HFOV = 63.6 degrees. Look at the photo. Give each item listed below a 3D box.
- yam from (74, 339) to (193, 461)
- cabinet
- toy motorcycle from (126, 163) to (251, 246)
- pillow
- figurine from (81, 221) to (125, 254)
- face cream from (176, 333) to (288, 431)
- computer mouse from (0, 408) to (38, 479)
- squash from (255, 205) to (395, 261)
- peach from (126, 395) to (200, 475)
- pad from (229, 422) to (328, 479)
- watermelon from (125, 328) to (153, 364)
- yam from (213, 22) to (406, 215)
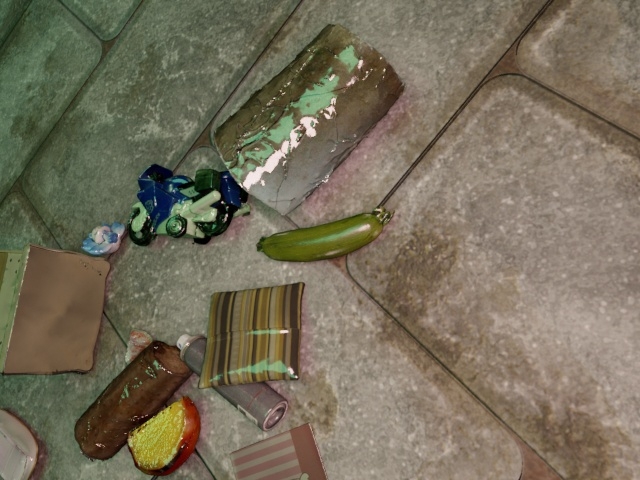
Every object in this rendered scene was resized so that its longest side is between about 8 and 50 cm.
[{"bbox_3d":[-0.408,0.342,1.126,0.279,0.131,0.131,-47,62,9],"label":"yam"},{"bbox_3d":[-0.733,0.166,1.275,0.318,0.228,0.289,0,79,29],"label":"cabinet"},{"bbox_3d":[-0.320,-0.090,1.186,0.332,0.125,0.196,-6,76,30],"label":"toy motorcycle"},{"bbox_3d":[-0.135,0.185,1.028,0.213,0.052,0.208,-8,54,14],"label":"pillow"},{"bbox_3d":[-0.553,-0.005,1.302,0.115,0.079,0.114,-9,51,12],"label":"figurine"},{"bbox_3d":[-0.191,0.277,1.056,0.284,0.073,0.073,29,92,29],"label":"face cream"},{"bbox_3d":[-0.794,0.526,1.312,0.245,0.056,0.125,23,90,29],"label":"computer mouse"},{"bbox_3d":[-0.002,0.001,1.029,0.319,0.080,0.071,-12,111,25],"label":"squash"},{"bbox_3d":[-0.315,0.405,1.081,0.127,0.092,0.172,28,80,24],"label":"peach"},{"bbox_3d":[-0.056,0.521,0.969,0.202,0.005,0.299,-27,67,19],"label":"pad"},{"bbox_3d":[-0.429,0.248,1.190,0.085,0.061,0.085,-8,67,20],"label":"watermelon"},{"bbox_3d":[-0.023,-0.240,1.007,0.348,0.241,0.241,-44,63,6],"label":"yam"}]
